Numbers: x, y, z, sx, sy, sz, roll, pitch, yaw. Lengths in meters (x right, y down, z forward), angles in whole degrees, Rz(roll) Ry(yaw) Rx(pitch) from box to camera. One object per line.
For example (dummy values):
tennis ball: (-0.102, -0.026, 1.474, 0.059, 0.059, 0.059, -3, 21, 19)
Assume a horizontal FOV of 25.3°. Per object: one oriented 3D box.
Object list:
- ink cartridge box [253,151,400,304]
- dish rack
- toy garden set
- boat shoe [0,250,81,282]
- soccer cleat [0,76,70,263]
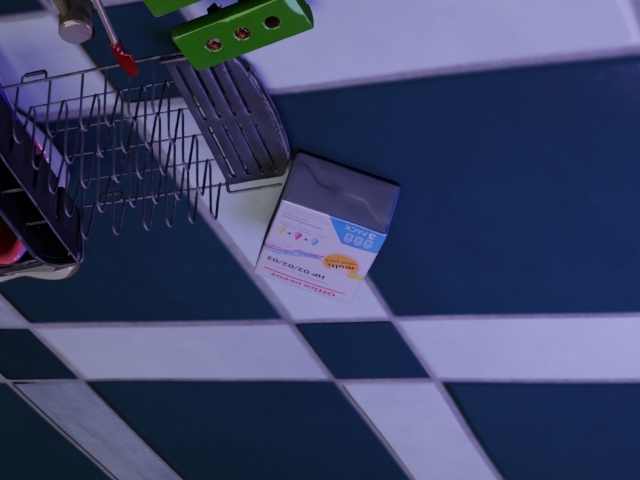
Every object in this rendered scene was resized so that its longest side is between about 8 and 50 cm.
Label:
ink cartridge box: (0.000, 0.000, 1.385, 0.104, 0.061, 0.181, 19, 148, -3)
dish rack: (-0.169, -0.079, 1.294, 0.272, 0.074, 0.208, -9, 143, 13)
toy garden set: (-0.149, -0.225, 1.096, 0.204, 0.049, 0.244, -18, 140, 17)
boat shoe: (-0.340, 0.013, 1.574, 0.152, 0.056, 0.049, -4, 138, 14)
soccer cleat: (-0.343, -0.106, 1.327, 0.109, 0.116, 0.318, -1, 144, 25)
